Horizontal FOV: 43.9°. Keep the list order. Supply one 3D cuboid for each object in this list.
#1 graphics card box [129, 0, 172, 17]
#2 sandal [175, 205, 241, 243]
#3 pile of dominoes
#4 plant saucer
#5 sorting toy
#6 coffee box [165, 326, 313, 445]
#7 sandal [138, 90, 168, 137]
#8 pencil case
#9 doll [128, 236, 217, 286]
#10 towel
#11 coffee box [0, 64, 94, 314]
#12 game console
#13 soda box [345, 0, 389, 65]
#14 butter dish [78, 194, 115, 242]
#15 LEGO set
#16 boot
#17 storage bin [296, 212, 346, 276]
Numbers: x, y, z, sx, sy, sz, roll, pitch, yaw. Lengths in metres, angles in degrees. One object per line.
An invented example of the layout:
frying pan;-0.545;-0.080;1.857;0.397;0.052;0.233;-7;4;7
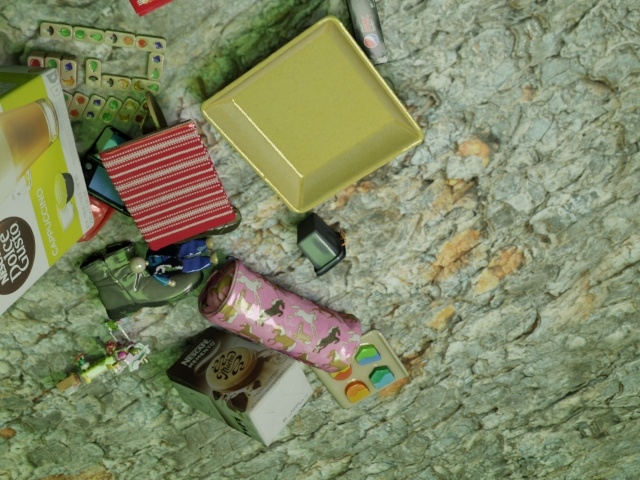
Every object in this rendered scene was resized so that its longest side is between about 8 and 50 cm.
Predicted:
graphics card box;-0.302;-0.603;1.347;0.233;0.094;0.371;-25;124;6
sandal;-0.283;-0.049;1.733;0.219;0.060;0.090;-10;131;-20
pile of dominoes;-0.436;-0.312;1.545;0.251;0.040;0.196;5;121;-12
plant saucer;-0.014;-0.255;1.607;0.333;0.081;0.333;-31;122;20
sorting toy;0.103;0.340;2.053;0.208;0.038;0.193;-28;123;9
coffee box;-0.190;0.327;1.825;0.168;0.297;0.118;-47;131;-30
sandal;-0.334;-0.184;1.614;0.079;0.088;0.240;-19;131;4
pencil case;-0.086;0.178;1.835;0.386;0.167;0.160;29;150;-25
doll;-0.329;0.037;1.748;0.189;0.129;0.046;-13;165;-22
towel;-0.303;-0.107;1.610;0.199;0.031;0.274;-21;133;-2
coffee box;-0.662;-0.100;1.403;0.338;0.334;0.337;7;124;17
game console;-0.413;-0.140;1.635;0.144;0.124;0.085;32;139;-25
soda box;0.087;-0.426;1.544;0.053;0.060;0.169;-16;123;2
butter dish;-0.514;-0.061;1.646;0.160;0.118;0.160;33;113;-26
LEGO set;-0.517;0.264;1.867;0.287;0.132;0.107;-21;109;32
boot;-0.400;0.072;1.778;0.247;0.083;0.161;-20;115;0
storage bin;0.000;0.000;1.768;0.098;0.135;0.091;-37;111;14
